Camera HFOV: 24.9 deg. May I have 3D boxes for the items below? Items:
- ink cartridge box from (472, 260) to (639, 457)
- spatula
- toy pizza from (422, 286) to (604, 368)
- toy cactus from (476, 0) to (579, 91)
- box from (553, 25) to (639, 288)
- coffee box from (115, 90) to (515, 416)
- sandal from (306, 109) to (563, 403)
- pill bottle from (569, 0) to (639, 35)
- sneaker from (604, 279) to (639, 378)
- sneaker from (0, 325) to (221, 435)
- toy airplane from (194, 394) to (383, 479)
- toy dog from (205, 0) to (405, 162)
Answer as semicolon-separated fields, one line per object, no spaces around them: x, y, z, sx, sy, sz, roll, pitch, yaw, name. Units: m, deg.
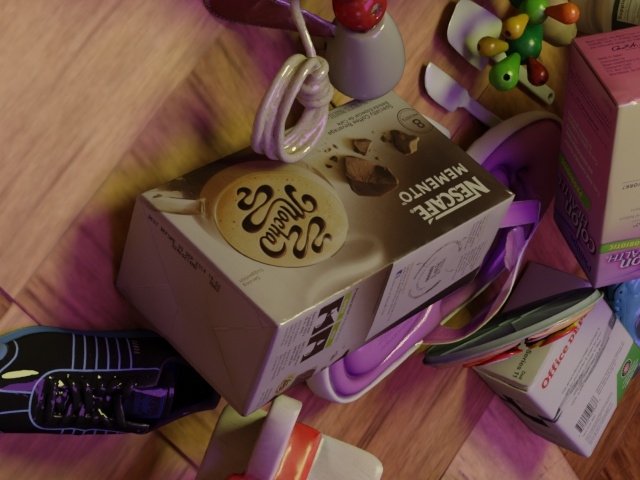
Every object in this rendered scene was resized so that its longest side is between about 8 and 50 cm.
0.280;0.140;1.695;0.153;0.087;0.208;-58;140;-12;ink cartridge box
0.171;-0.134;1.502;0.242;0.019;0.168;25;86;-51;spatula
0.203;0.098;1.512;0.201;0.201;0.032;-23;92;-41;toy pizza
0.222;-0.244;1.443;0.180;0.112;0.218;28;63;-60;toy cactus
0.362;-0.095;1.458;0.214;0.117;0.243;-12;134;-9;box
0.000;0.000;1.225;0.297;0.168;0.118;-27;150;-39;coffee box
0.147;0.030;1.473;0.416;0.102;0.169;-44;140;-26;sandal
0.362;-0.244;1.545;0.108;0.180;0.108;-23;123;-41;pill bottle
0.375;0.076;1.802;0.082;0.069;0.209;4;105;-32;sneaker
-0.179;0.115;1.151;0.232;0.090;0.081;-7;111;-48;sneaker
-0.070;0.321;1.187;0.384;0.272;0.386;-53;169;23;toy airplane
-0.025;-0.248;1.159;0.220;0.161;0.333;-37;146;-37;toy dog
